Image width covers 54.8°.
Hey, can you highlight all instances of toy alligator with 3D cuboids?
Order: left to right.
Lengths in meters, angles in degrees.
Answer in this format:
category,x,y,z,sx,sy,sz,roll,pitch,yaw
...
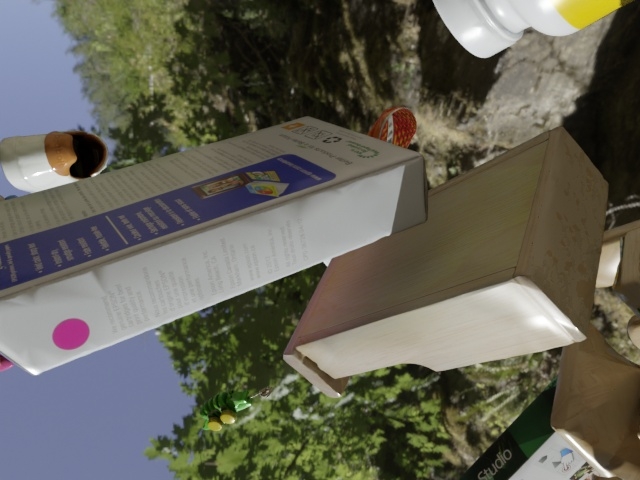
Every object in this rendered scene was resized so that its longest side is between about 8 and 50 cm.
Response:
category,x,y,z,sx,sy,sz,roll,pitch,yaw
toy alligator,-0.169,0.300,1.146,0.051,0.189,0.056,44,-150,-19

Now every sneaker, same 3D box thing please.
category,x,y,z,sx,sy,sz,roll,pitch,yaw
sneaker,-0.380,-0.109,0.982,0.123,0.106,0.290,-12,-179,-2
sneaker,0.070,-0.102,0.840,0.064,0.175,0.067,36,-178,-15

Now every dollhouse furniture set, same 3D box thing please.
category,x,y,z,sx,sy,sz,roll,pitch,yaw
dollhouse furniture set,0.207,0.134,0.565,0.394,0.256,0.362,43,-130,-19

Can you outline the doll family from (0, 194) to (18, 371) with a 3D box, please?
category,x,y,z,sx,sy,sz,roll,pitch,yaw
doll family,-0.440,0.042,0.676,0.118,0.163,0.263,-12,-105,20

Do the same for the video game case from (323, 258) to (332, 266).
category,x,y,z,sx,sy,sz,roll,pitch,yaw
video game case,0.000,0.000,0.721,0.011,0.087,0.122,-34,-133,5

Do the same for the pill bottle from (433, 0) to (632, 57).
category,x,y,z,sx,sy,sz,roll,pitch,yaw
pill bottle,0.273,-0.321,0.590,0.188,0.334,0.188,23,-124,-39

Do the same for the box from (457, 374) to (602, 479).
category,x,y,z,sx,sy,sz,roll,pitch,yaw
box,0.310,0.317,0.812,0.232,0.322,0.058,29,-164,-27

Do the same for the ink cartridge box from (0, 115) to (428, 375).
category,x,y,z,sx,sy,sz,roll,pitch,yaw
ink cartridge box,-0.122,-0.008,0.446,0.370,0.069,0.175,-18,-153,-24
